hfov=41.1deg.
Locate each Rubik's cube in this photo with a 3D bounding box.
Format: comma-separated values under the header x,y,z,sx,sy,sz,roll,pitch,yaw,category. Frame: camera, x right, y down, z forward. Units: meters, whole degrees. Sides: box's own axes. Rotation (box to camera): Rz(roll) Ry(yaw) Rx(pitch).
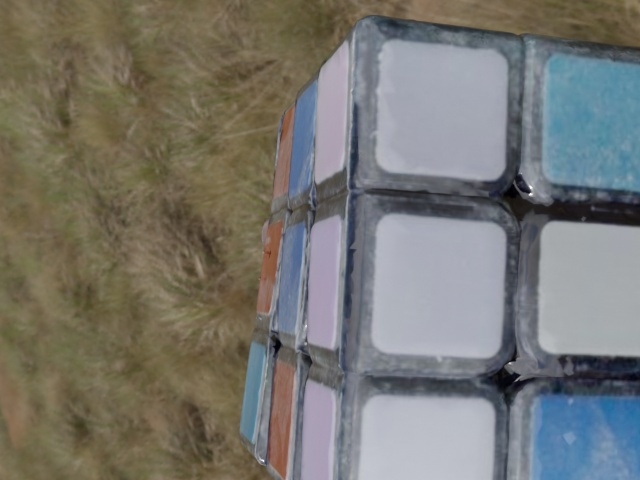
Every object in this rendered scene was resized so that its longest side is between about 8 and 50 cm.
x,y,z,sx,sy,sz,roll,pitch,yaw,category
0.139,0.041,0.709,0.359,0.363,0.362,173,104,-75,Rubik's cube

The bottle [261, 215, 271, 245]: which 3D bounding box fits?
x,y,z,sx,sy,sz,roll,pitch,yaw,category
0.000,0.000,0.993,0.140,0.053,0.053,9,114,32,bottle
